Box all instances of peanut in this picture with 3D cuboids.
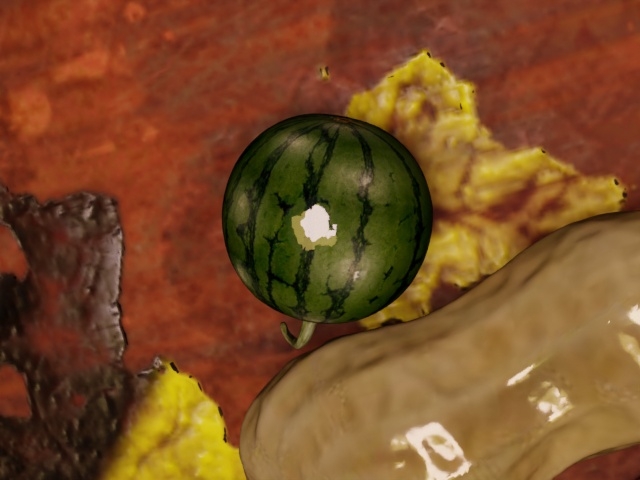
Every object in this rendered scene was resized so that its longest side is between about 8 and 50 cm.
[{"bbox_3d":[0.082,0.067,0.589,0.275,0.125,0.111,-30,103,19],"label":"peanut"}]

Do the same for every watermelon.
[{"bbox_3d":[0.002,-0.005,0.607,0.109,0.109,0.109,3,103,12],"label":"watermelon"}]

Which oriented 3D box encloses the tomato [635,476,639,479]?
[{"bbox_3d":[0.208,0.219,0.612,0.237,0.095,0.236,3,102,12],"label":"tomato"}]
